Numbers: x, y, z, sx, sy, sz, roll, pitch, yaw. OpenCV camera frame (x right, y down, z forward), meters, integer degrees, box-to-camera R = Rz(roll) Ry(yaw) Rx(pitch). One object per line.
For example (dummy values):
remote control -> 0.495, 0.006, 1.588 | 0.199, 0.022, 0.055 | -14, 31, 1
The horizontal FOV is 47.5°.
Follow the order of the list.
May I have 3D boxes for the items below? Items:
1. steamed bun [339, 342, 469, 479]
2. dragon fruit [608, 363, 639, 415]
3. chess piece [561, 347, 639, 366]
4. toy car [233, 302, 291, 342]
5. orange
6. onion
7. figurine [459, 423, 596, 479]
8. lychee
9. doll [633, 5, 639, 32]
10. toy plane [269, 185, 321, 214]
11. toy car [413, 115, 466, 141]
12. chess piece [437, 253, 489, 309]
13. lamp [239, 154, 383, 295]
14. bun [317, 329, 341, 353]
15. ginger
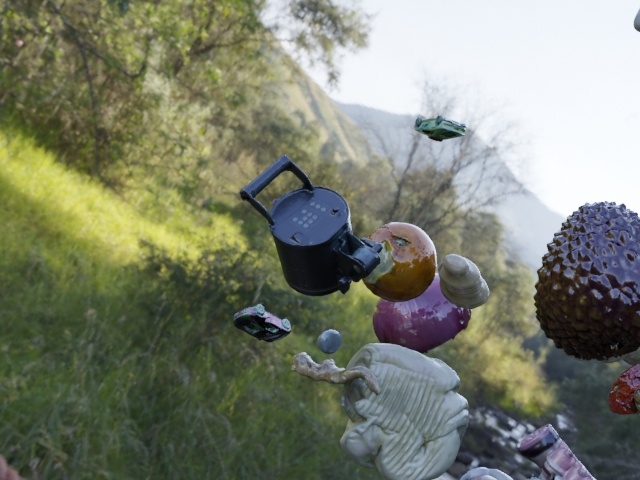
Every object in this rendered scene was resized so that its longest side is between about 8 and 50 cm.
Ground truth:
steamed bun -> 0.213, 0.465, 1.955 | 0.352, 0.339, 0.247 | 19, -8, 5
dragon fruit -> 0.673, 0.304, 1.500 | 0.106, 0.162, 0.083 | -34, 104, -79
chess piece -> 0.663, 0.211, 1.648 | 0.299, 0.167, 0.167 | 4, 12, -24
toy car -> -0.121, 0.182, 1.534 | 0.142, 0.069, 0.055 | 34, 39, -41
orange -> 0.228, 0.063, 2.152 | 0.240, 0.240, 0.240 | 31, 1, 0
onion -> 0.350, 0.237, 2.588 | 0.358, 0.358, 0.345 | 30, 43, -67
figurine -> 0.348, 0.519, 1.294 | 0.211, 0.361, 0.253 | 60, 0, -11
lychee -> 0.479, 0.061, 1.227 | 0.271, 0.271, 0.271 | 31, 1, 0
doll -> 0.718, -0.659, 1.502 | 0.187, 0.365, 0.376 | -137, -158, -82
toy plane -> -0.057, -0.098, 2.058 | 0.130, 0.189, 0.061 | 45, -18, 0
toy car -> 0.318, -0.296, 1.955 | 0.093, 0.058, 0.186 | 12, 1, -24
chess piece -> 0.400, 0.106, 2.057 | 0.139, 0.124, 0.307 | 56, 2, 21
lamp -> -0.023, 0.004, 1.876 | 0.374, 0.205, 0.272 | 39, -27, 15
bun -> 0.026, 0.311, 2.237 | 0.083, 0.083, 0.045 | 31, -12, -39
ginger -> 0.039, 0.343, 1.895 | 0.288, 0.075, 0.089 | 6, 19, 36
